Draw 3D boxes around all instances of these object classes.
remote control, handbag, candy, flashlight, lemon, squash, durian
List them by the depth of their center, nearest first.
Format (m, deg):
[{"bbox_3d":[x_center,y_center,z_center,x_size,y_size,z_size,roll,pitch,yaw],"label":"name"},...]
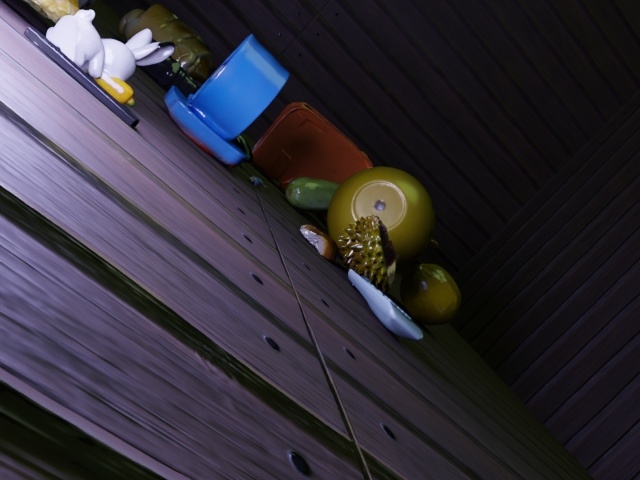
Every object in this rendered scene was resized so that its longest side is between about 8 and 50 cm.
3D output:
[{"bbox_3d":[0.136,0.145,1.243,0.103,0.051,0.293,42,2,-20],"label":"remote control"},{"bbox_3d":[0.136,0.053,1.433,0.260,0.154,0.186,58,5,-43],"label":"durian"},{"bbox_3d":[-0.170,-0.158,1.485,0.030,0.020,0.083,42,6,13],"label":"candy"},{"bbox_3d":[-0.416,-0.468,1.772,0.424,0.103,0.103,42,5,-37],"label":"flashlight"},{"bbox_3d":[0.024,-0.156,1.924,0.371,0.118,0.118,1,37,-46],"label":"squash"},{"bbox_3d":[0.387,0.192,1.933,0.260,0.204,0.204,56,1,-19],"label":"lemon"},{"bbox_3d":[-0.031,-0.285,2.014,0.410,0.303,0.116,38,1,-22],"label":"handbag"}]

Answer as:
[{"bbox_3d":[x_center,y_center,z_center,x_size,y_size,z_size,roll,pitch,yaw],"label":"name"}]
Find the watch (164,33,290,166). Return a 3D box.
[{"bbox_3d":[-0.210,-0.348,1.327,0.241,0.274,0.305,41,11,-23],"label":"watch"}]

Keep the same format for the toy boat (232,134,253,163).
[{"bbox_3d":[-0.268,-0.299,1.647,0.210,0.070,0.291,47,3,14],"label":"toy boat"}]

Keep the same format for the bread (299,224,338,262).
[{"bbox_3d":[0.000,0.000,1.406,0.126,0.044,0.129,42,8,0],"label":"bread"}]

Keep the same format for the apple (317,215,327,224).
[{"bbox_3d":[0.113,-0.159,2.361,0.292,0.254,0.292,44,8,-8],"label":"apple"}]

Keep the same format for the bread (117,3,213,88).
[{"bbox_3d":[-0.541,-0.690,1.945,0.341,0.210,0.300,43,3,6],"label":"bread"}]

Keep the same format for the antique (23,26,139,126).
[{"bbox_3d":[-0.350,-0.240,0.812,0.192,0.015,0.031,42,6,-15],"label":"antique"}]

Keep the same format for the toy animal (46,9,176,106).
[{"bbox_3d":[-0.333,-0.304,0.905,0.131,0.127,0.182,39,14,26],"label":"toy animal"}]

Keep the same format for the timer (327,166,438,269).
[{"bbox_3d":[0.198,-0.052,1.764,0.376,0.376,0.387,45,-2,16],"label":"timer"}]

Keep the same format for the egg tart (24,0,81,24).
[{"bbox_3d":[-0.485,-0.452,0.873,0.288,0.118,0.288,33,-1,1],"label":"egg tart"}]

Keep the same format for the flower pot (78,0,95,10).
[{"bbox_3d":[-0.708,-0.850,1.650,0.290,0.259,0.290,42,4,-4],"label":"flower pot"}]
